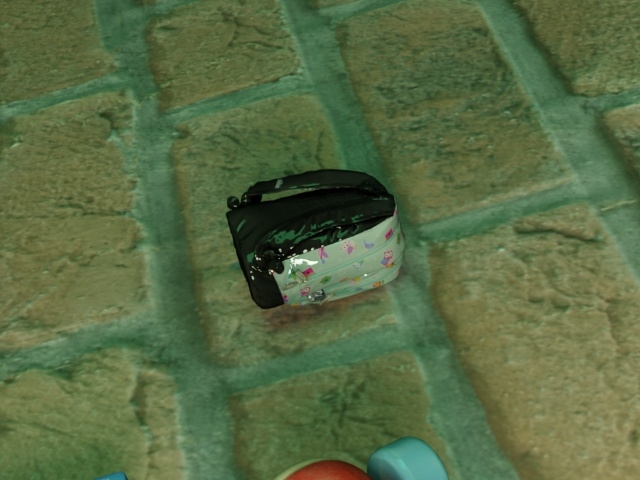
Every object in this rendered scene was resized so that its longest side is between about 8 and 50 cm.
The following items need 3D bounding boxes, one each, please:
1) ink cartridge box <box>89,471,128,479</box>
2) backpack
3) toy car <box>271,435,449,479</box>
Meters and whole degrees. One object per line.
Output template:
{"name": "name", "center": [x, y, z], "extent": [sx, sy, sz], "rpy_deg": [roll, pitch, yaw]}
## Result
{"name": "ink cartridge box", "center": [-0.223, 0.311, 1.763], "extent": [0.148, 0.086, 0.203], "rpy_deg": [-15, 29, -3]}
{"name": "backpack", "center": [0.000, 0.000, 2.171], "extent": [0.182, 0.115, 0.152], "rpy_deg": [-16, 41, -6]}
{"name": "toy car", "center": [0.052, 0.288, 1.532], "extent": [0.219, 0.210, 0.238], "rpy_deg": [-20, 19, -28]}
